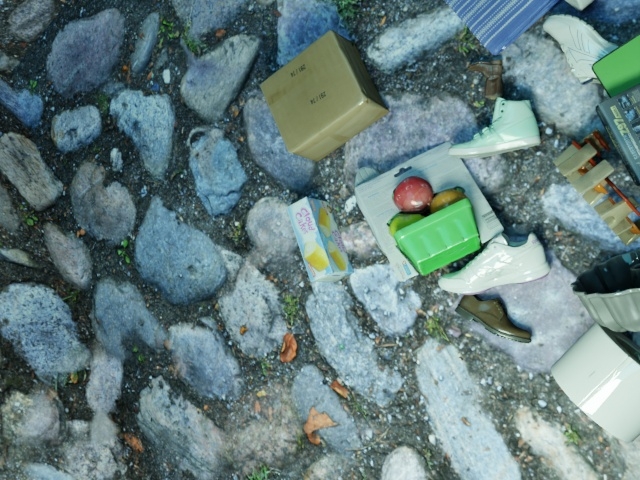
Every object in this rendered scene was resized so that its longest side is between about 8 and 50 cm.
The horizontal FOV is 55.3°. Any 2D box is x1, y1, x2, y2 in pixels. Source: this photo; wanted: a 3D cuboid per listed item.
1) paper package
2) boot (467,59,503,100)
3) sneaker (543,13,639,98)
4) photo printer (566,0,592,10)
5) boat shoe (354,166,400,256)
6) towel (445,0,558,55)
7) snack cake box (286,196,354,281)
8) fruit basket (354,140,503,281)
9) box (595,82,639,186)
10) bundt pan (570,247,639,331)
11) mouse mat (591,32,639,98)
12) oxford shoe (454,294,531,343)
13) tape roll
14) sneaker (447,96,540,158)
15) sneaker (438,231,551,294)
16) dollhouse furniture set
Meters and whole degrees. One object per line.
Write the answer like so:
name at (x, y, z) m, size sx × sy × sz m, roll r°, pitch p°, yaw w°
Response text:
paper package at (0.009, -0.469, 2.010) m, size 0.325 × 0.168 × 0.309 m, roll -32°, pitch 69°, yaw 27°
boot at (0.482, -0.466, 1.793) m, size 0.106 × 0.037 × 0.114 m, roll -1°, pitch 91°, yaw 34°
sneaker at (0.700, -0.494, 1.618) m, size 0.297 × 0.111 × 0.129 m, roll 48°, pitch 116°, yaw 26°
photo printer at (0.718, -0.794, 1.603) m, size 0.307 × 0.107 × 0.256 m, roll -41°, pitch 67°, yaw 13°
boat shoe at (0.174, -0.085, 1.921) m, size 0.109 × 0.094 × 0.302 m, roll -13°, pitch 72°, yaw -8°
towel at (0.510, -0.735, 1.796) m, size 0.243 × 0.040 × 0.336 m, roll -42°, pitch 65°, yaw 25°
snack cake box at (0.000, 0.000, 1.994) m, size 0.089 × 0.152 × 0.264 m, roll -27°, pitch 74°, yaw 27°
fruit basket at (0.310, -0.088, 1.798) m, size 0.327 × 0.165 × 0.353 m, roll -27°, pitch 55°, yaw 6°
box at (0.821, -0.275, 1.508) m, size 0.183 × 0.059 × 0.232 m, roll -27°, pitch 83°, yaw 13°
bundt pan at (0.770, 0.112, 1.423) m, size 0.331 × 0.331 × 0.124 m, roll -22°, pitch 95°, yaw 29°
mouse mat at (0.795, -0.413, 1.538) m, size 0.153 × 0.007 × 0.189 m, roll -33°, pitch 113°, yaw 26°
oxford shoe at (0.494, 0.212, 1.715) m, size 0.227 × 0.083 × 0.096 m, roll 30°, pitch 98°, yaw 29°
tape roll at (0.710, 0.335, 1.476) m, size 0.246 × 0.246 × 0.169 m, roll 46°, pitch 111°, yaw 26°
sneaker at (0.484, -0.322, 1.744) m, size 0.256 × 0.094 × 0.151 m, roll -10°, pitch 88°, yaw 21°
sneaker at (0.473, 0.061, 1.707) m, size 0.305 × 0.114 × 0.152 m, roll -16°, pitch 96°, yaw 21°
dollhouse furniture set at (0.706, -0.155, 1.518) m, size 0.135 × 0.262 × 0.259 m, roll -41°, pitch 36°, yaw 21°
